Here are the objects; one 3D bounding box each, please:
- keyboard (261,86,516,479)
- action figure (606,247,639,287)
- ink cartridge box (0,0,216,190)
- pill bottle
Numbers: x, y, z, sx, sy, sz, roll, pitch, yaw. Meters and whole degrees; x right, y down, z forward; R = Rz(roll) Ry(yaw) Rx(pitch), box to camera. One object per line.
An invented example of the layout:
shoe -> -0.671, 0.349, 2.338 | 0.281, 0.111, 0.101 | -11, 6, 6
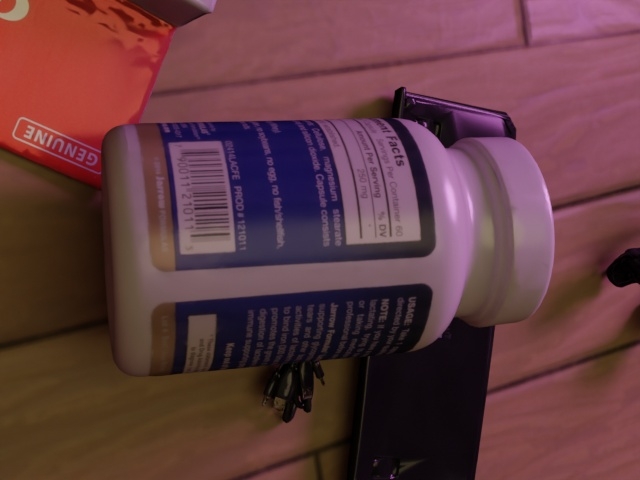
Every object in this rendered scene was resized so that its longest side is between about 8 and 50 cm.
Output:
keyboard -> 0.053, 0.042, 0.722 | 0.201, 0.033, 0.317 | 8, 88, -29
action figure -> 0.393, -0.028, 0.839 | 0.276, 0.141, 0.164 | -42, 109, -16
ink cartridge box -> -0.199, -0.202, 0.554 | 0.296, 0.066, 0.261 | 24, 81, -27
pill bottle -> 0.000, 0.000, 0.593 | 0.265, 0.153, 0.153 | -3, 94, -15
